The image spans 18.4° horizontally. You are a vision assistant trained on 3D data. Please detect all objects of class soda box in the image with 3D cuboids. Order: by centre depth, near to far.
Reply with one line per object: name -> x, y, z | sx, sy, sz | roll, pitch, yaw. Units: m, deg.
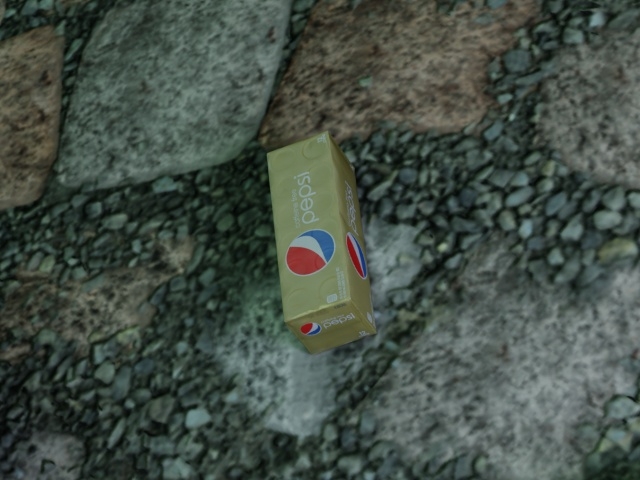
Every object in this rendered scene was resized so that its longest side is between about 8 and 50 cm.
soda box -> 0.000, 0.000, 1.646 | 0.061, 0.058, 0.181 | -20, 51, 16
